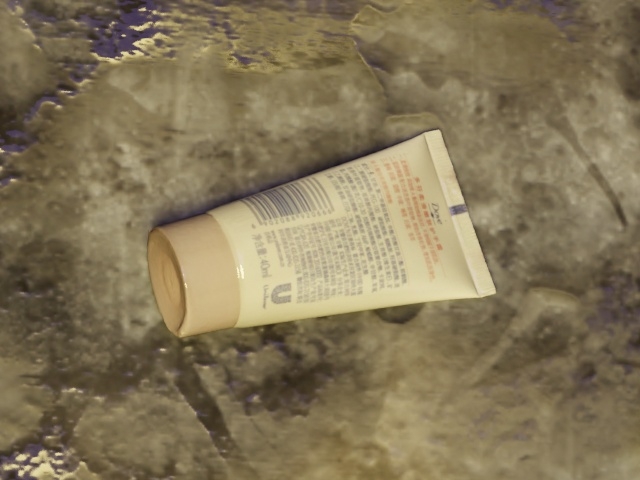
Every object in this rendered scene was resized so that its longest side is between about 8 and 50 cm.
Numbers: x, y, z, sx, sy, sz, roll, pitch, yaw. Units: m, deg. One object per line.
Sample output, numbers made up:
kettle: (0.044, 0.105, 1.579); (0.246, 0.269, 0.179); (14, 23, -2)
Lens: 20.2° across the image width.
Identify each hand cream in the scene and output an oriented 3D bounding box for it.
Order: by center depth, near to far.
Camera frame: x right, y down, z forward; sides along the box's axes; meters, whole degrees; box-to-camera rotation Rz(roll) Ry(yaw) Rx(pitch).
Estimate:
hand cream: (0.000, 0.000, 1.306); (0.247, 0.083, 0.133); (-11, 79, -22)
